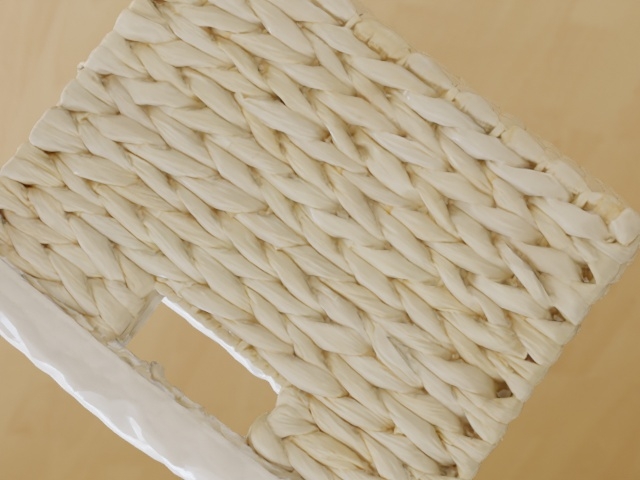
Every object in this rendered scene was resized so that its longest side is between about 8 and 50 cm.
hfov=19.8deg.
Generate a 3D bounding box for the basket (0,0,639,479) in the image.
[{"bbox_3d":[0.000,0.000,1.126,0.328,0.331,0.266,37,97,4],"label":"basket"}]
